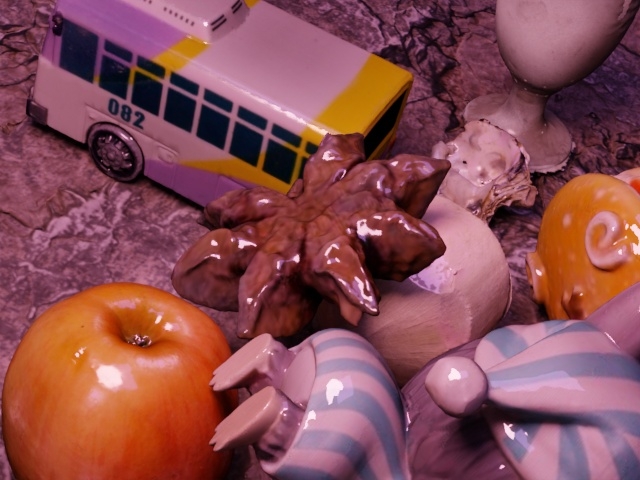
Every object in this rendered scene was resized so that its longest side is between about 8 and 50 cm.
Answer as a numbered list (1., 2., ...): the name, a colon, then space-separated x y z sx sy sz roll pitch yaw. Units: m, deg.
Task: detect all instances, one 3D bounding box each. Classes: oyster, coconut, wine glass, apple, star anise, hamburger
1. oyster: 0.209 -0.069 1.767 0.163 0.081 0.191 11 53 30
2. coconut: 0.093 0.059 1.483 0.234 0.224 0.224 -23 56 -41
3. wine glass: 0.312 -0.268 1.787 0.190 0.357 0.190 9 41 -8
4. apple: -0.184 0.162 1.272 0.242 0.241 0.242 7 43 -6
5. star anise: -0.007 -0.011 1.371 0.315 0.108 0.315 -13 43 13
6. hamburger: 0.366 0.064 1.558 0.186 0.261 0.302 -14 92 -22

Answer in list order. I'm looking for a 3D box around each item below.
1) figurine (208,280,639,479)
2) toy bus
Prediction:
1. figurine: 0.159 0.130 1.170 0.361 0.377 0.266 40 12 -20
2. toy bus: -0.130 -0.182 1.636 0.440 0.249 0.209 28 44 12
